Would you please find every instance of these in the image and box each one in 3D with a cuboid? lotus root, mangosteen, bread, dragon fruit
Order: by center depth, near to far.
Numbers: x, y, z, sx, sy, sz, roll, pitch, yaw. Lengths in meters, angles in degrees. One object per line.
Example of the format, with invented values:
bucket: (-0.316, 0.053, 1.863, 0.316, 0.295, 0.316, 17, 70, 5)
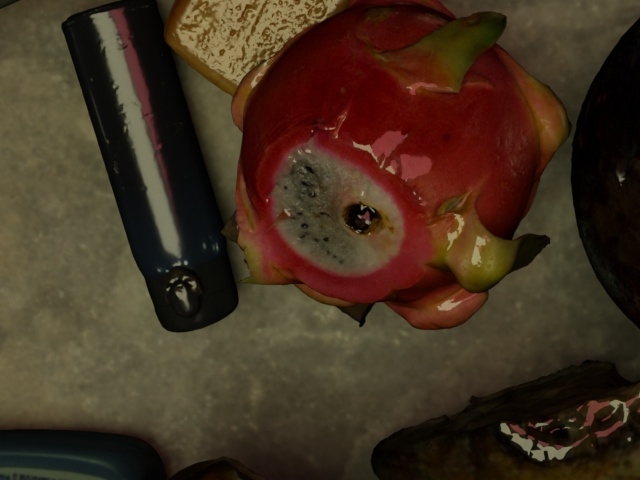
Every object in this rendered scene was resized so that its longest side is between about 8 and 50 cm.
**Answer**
mangosteen: (0.304, -0.045, 1.111, 0.288, 0.288, 0.288, 2, 101, 11)
dragon fruit: (0.052, -0.057, 1.152, 0.224, 0.227, 0.224, 19, 129, 25)
lotus root: (0.152, 0.166, 1.171, 0.210, 0.314, 0.142, -20, 86, -4)
bread: (-0.020, -0.193, 1.238, 0.116, 0.077, 0.200, 31, 103, 4)

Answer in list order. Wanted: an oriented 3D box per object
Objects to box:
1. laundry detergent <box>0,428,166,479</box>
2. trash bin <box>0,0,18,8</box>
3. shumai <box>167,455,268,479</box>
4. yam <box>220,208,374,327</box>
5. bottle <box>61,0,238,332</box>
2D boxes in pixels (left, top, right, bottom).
laundry detergent: (-0.267, 0.211, 1.362, 0.289, 0.094, 0.143, 6, 108, 13)
trash bin: (-0.420, -0.218, 1.214, 0.432, 0.280, 0.280, -19, 97, 11)
shumai: (-0.025, 0.313, 1.184, 0.323, 0.324, 0.397, 42, 147, -4)
yam: (0.002, -0.003, 1.268, 0.127, 0.084, 0.084, 34, 105, 3)
bottle: (-0.122, -0.055, 1.282, 0.072, 0.082, 0.244, -16, 98, 7)
